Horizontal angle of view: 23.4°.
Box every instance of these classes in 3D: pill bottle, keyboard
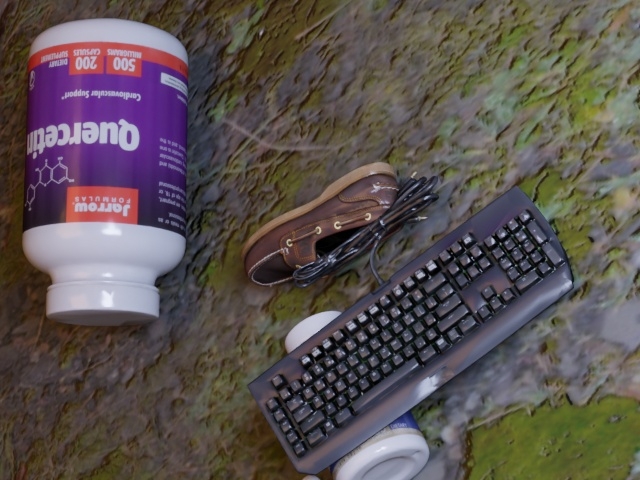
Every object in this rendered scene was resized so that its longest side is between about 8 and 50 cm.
[{"bbox_3d":[-0.239,-0.073,1.727,0.181,0.181,0.323,-12,74,43],"label":"pill bottle"},{"bbox_3d":[0.029,0.154,1.479,0.094,0.094,0.169,-47,53,28],"label":"pill bottle"},{"bbox_3d":[0.065,0.054,1.430,0.317,0.033,0.201,-37,56,7],"label":"keyboard"}]

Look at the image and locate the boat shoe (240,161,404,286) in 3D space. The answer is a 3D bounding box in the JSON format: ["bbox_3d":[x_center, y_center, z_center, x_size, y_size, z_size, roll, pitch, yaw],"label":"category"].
[{"bbox_3d":[0.000,0.000,1.553,0.207,0.073,0.073,-34,57,35],"label":"boat shoe"}]

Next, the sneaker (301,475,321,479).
[{"bbox_3d":[-0.065,0.317,1.539,0.297,0.111,0.129,-27,35,51],"label":"sneaker"}]
